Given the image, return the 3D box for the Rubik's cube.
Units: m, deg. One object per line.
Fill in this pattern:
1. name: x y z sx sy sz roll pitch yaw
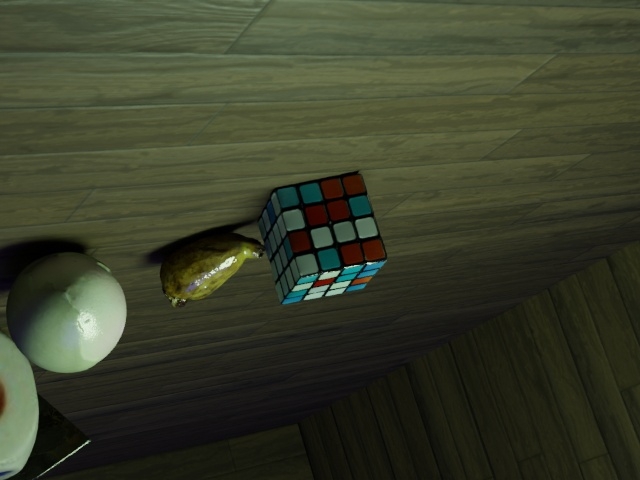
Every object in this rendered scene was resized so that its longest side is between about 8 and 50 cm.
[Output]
1. Rubik's cube: 0.000 0.000 1.918 0.151 0.155 0.154 -13 163 -17

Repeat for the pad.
1. pad: -0.618 0.381 2.273 0.247 0.007 0.367 -35 -147 -23

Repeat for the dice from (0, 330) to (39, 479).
1. dice: -0.658 0.309 2.082 0.251 0.259 0.243 -28 160 35

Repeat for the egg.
1. egg: -0.386 0.108 1.811 0.183 0.183 0.217 -13 173 -15

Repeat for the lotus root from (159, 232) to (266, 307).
1. lotus root: -0.182 0.034 1.976 0.190 0.094 0.108 -31 -175 17
